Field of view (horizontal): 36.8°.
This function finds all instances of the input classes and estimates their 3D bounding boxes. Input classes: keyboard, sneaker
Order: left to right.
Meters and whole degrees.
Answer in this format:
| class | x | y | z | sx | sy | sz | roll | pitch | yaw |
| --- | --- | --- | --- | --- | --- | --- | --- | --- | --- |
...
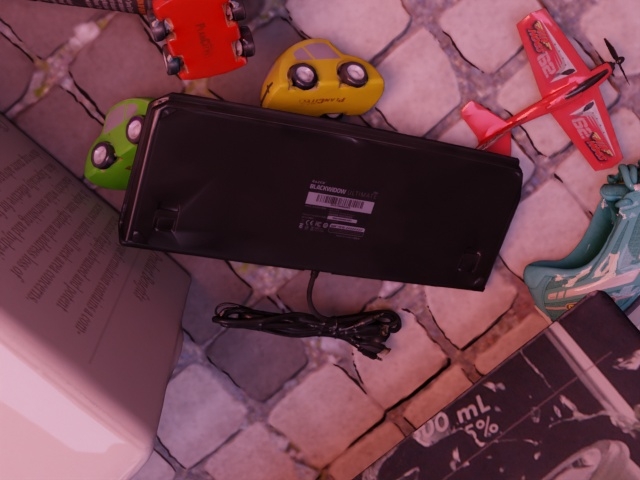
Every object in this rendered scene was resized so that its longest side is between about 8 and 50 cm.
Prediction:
| class | x | y | z | sx | sy | sz | roll | pitch | yaw |
| --- | --- | --- | --- | --- | --- | --- | --- | --- | --- |
| keyboard | 0.000 | 0.000 | 0.762 | 0.317 | 0.033 | 0.201 | 9 | 113 | -22 |
| sneaker | 0.285 | -0.026 | 0.781 | 0.110 | 0.107 | 0.275 | 44 | 98 | -3 |

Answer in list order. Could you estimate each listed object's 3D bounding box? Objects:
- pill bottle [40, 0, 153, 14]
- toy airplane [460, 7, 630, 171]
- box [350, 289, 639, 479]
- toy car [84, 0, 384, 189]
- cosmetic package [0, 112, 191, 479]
| class | x | y | z | sx | sy | sz | roll | pitch | yaw |
| --- | --- | --- | --- | --- | --- | --- | --- | --- | --- |
| pill bottle | -0.161 | -0.230 | 0.682 | 0.246 | 0.130 | 0.130 | 7 | 105 | -5 |
| toy airplane | 0.182 | -0.107 | 0.787 | 0.151 | 0.028 | 0.151 | -2 | 110 | -5 |
| box | 0.183 | 0.386 | 0.660 | 0.480 | 0.471 | 0.297 | -40 | 139 | 7 |
| toy car | -0.096 | -0.110 | 0.727 | 0.225 | 0.239 | 0.053 | -29 | 65 | 27 |
| cosmetic package | -0.343 | 0.058 | 0.645 | 0.394 | 0.329 | 0.327 | 42 | 98 | -12 |
